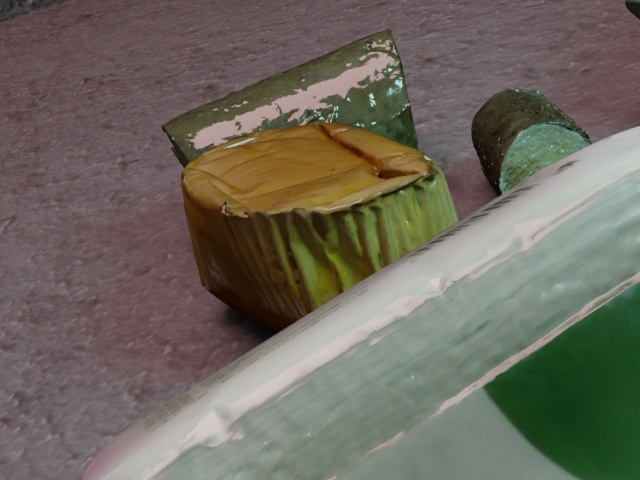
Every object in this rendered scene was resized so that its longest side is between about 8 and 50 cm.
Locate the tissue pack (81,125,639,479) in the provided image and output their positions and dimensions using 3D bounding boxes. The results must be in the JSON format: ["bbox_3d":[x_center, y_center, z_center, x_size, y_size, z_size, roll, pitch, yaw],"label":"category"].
[{"bbox_3d":[0.070,0.104,0.617,0.356,0.194,0.266,-31,-1,-9],"label":"tissue pack"}]

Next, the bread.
[{"bbox_3d":[0.000,0.000,1.031,0.204,0.156,0.288,-23,21,-26],"label":"bread"}]

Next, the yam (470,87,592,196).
[{"bbox_3d":[0.196,-0.083,1.110,0.107,0.107,0.183,-19,22,2],"label":"yam"}]

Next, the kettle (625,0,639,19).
[{"bbox_3d":[0.444,-0.322,1.138,0.318,0.205,0.265,-63,23,8],"label":"kettle"}]

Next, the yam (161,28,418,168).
[{"bbox_3d":[-0.019,-0.106,1.249,0.268,0.161,0.161,-22,25,-7],"label":"yam"}]
